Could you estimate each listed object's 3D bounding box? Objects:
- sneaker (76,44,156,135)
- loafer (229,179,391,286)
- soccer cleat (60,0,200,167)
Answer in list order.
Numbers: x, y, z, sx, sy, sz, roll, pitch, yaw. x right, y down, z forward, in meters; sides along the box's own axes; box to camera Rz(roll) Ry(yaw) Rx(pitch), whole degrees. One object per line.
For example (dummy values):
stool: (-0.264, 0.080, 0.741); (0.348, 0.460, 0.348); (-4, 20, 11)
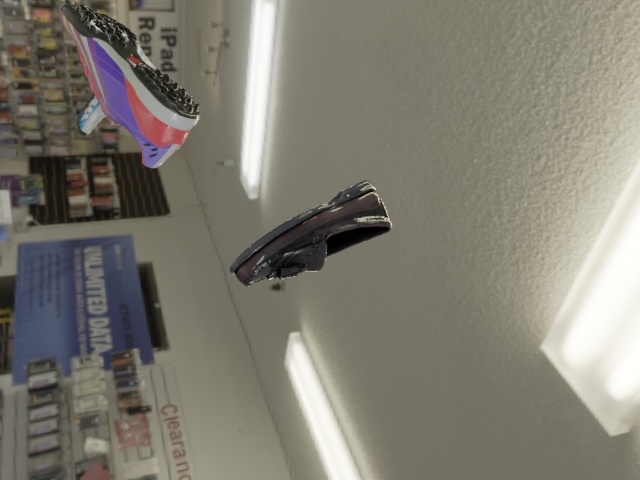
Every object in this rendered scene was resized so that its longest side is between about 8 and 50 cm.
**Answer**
sneaker: (-0.338, -0.244, 1.061); (0.071, 0.083, 0.190); (-1, -127, 53)
loafer: (0.000, 0.000, 0.975); (0.095, 0.303, 0.109); (53, -35, 7)
soccer cleat: (-0.312, -0.246, 0.946); (0.318, 0.109, 0.116); (46, -66, 19)
